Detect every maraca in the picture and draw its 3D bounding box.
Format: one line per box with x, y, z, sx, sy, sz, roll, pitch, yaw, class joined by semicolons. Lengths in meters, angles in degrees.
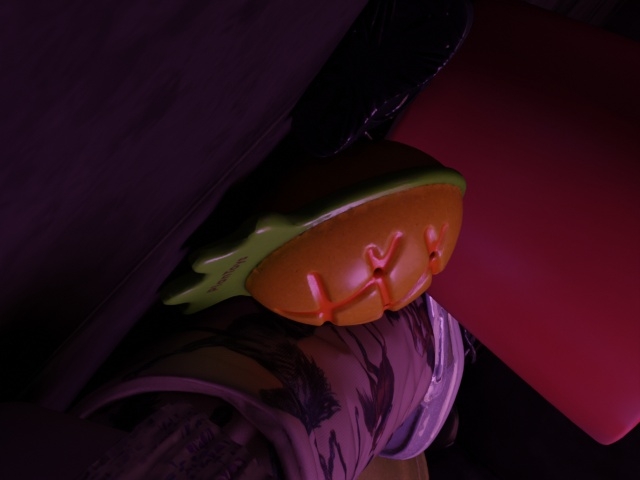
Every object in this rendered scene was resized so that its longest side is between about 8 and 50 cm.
0.000;0.000;0.793;0.186;0.099;0.127;-15;158;-35;maraca

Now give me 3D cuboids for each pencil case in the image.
-0.037;0.119;0.943;0.183;0.160;0.410;-64;172;15;pencil case

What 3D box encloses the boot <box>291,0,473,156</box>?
0.042;-0.092;0.734;0.121;0.045;0.099;-45;176;30;boot

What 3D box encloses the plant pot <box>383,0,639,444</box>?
0.172;-0.034;1.033;0.275;0.243;0.275;-57;174;-10;plant pot

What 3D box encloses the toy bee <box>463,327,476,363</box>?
0.116;-0.001;1.562;0.195;0.162;0.298;-100;-163;-77;toy bee

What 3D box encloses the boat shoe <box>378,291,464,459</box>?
0.069;0.066;1.345;0.103;0.118;0.320;-26;132;-51;boat shoe

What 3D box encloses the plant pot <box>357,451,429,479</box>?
-0.039;0.248;1.498;0.276;0.276;0.254;-50;164;-3;plant pot

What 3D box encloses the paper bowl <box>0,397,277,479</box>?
-0.137;0.178;0.576;0.284;0.148;0.284;-50;175;-6;paper bowl
